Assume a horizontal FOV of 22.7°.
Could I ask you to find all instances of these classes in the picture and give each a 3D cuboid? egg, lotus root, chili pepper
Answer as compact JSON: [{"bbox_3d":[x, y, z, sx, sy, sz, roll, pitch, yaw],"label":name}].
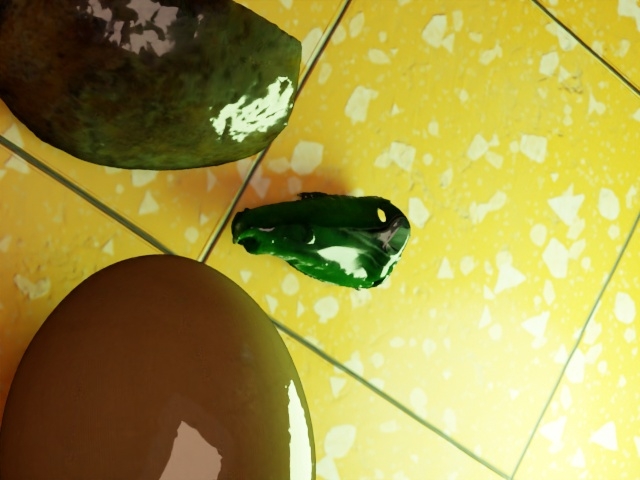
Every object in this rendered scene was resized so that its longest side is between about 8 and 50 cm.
[{"bbox_3d":[-0.155,0.201,1.510,0.301,0.301,0.374,-9,94,-30],"label":"egg"},{"bbox_3d":[-0.166,-0.166,1.555,0.314,0.142,0.210,9,97,-36],"label":"lotus root"},{"bbox_3d":[-0.001,0.000,1.731,0.216,0.062,0.108,4,91,-29],"label":"chili pepper"}]
